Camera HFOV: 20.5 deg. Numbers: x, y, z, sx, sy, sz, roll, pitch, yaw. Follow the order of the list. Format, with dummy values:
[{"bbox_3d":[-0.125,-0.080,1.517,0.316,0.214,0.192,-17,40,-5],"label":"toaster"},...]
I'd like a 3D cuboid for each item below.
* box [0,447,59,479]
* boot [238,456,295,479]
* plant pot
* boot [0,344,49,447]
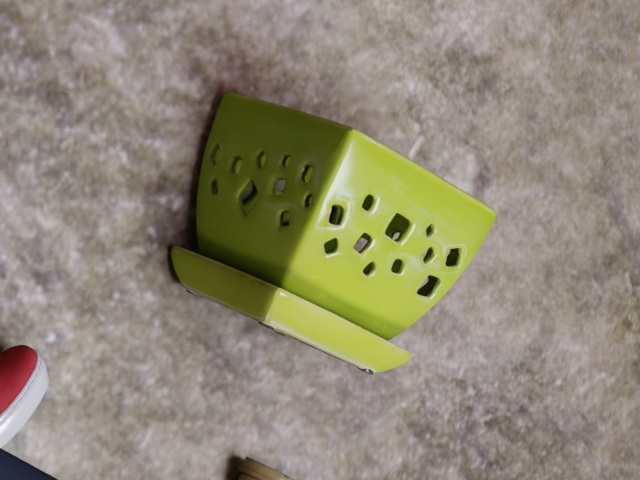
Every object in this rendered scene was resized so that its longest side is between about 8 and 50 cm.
[{"bbox_3d":[-0.352,0.374,1.500,0.293,0.212,0.395,37,88,-36],"label":"box"},{"bbox_3d":[-0.065,0.395,1.871,0.236,0.089,0.269,45,70,-34],"label":"boot"},{"bbox_3d":[0.000,0.000,1.785,0.227,0.228,0.207,28,85,-39],"label":"plant pot"},{"bbox_3d":[-0.372,0.131,1.588,0.244,0.088,0.176,-38,117,-25],"label":"boot"}]
